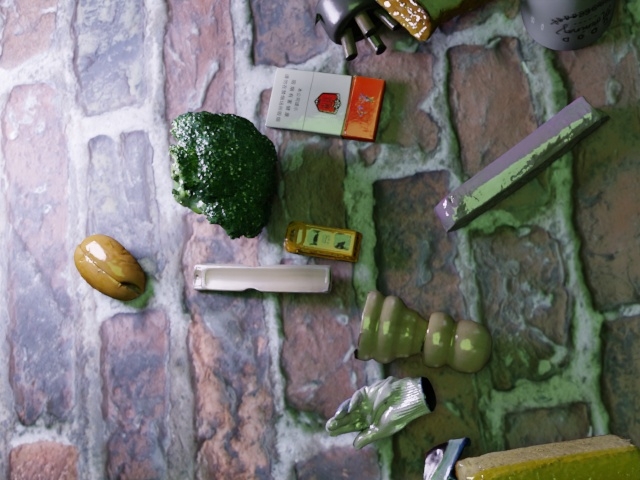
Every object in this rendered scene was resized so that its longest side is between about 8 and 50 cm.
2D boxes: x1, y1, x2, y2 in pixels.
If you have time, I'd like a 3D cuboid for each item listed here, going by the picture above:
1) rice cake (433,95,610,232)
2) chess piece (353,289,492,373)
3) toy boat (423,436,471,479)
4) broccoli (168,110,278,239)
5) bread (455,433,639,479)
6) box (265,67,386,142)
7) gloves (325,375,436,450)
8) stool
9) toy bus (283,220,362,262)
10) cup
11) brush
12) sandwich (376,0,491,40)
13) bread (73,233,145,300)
[{"bbox_3d":[0.400,-0.155,1.850,0.399,0.064,0.070,-37,69,5],"label":"rice cake"},{"bbox_3d":[0.207,0.193,1.814,0.261,0.143,0.143,12,84,8],"label":"chess piece"},{"bbox_3d":[0.255,0.506,1.748,0.115,0.114,0.262,-1,83,9],"label":"toy boat"},{"bbox_3d":[-0.214,-0.136,1.917,0.294,0.265,0.245,53,132,9],"label":"broccoli"},{"bbox_3d":[0.433,0.532,1.650,0.333,0.143,0.323,-7,84,-5],"label":"bread"},{"bbox_3d":[0.011,-0.292,1.982,0.245,0.035,0.139,10,83,16],"label":"box"},{"bbox_3d":[0.117,0.338,1.820,0.229,0.097,0.119,-19,72,5],"label":"gloves"},{"bbox_3d":[0.102,-0.482,1.929,0.228,0.153,0.139,-32,75,6],"label":"stool"},{"bbox_3d":[0.000,0.000,1.914,0.162,0.074,0.069,9,84,14],"label":"toy bus"},{"bbox_3d":[0.522,-0.511,1.796,0.258,0.234,0.186,-18,78,8],"label":"cup"},{"bbox_3d":[-0.121,0.081,1.949,0.321,0.050,0.060,0,83,21],"label":"brush"},{"bbox_3d":[0.219,-0.533,1.883,0.251,0.087,0.226,-34,77,-35],"label":"sandwich"},{"bbox_3d":[-0.466,0.058,2.019,0.189,0.077,0.114,36,86,19],"label":"bread"}]
